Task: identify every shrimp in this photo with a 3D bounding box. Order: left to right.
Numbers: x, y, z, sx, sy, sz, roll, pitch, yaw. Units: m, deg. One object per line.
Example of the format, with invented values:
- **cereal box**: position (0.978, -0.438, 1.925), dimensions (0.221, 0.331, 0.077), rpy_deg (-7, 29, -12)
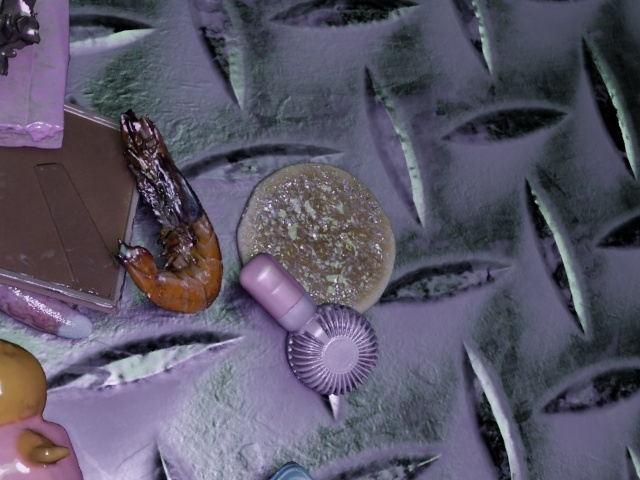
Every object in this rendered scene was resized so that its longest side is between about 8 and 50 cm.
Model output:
- **shrimp**: position (-0.221, -0.033, 1.113), dimensions (0.290, 0.054, 0.222), rpy_deg (68, 23, -7)

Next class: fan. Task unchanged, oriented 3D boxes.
- **fan**: position (-0.018, 0.115, 1.193), dimensions (0.130, 0.074, 0.244), rpy_deg (-43, 104, -7)

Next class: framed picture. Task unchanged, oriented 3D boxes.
- **framed picture**: position (-0.348, -0.066, 1.096), dimensions (0.232, 0.024, 0.315), rpy_deg (20, 47, -22)

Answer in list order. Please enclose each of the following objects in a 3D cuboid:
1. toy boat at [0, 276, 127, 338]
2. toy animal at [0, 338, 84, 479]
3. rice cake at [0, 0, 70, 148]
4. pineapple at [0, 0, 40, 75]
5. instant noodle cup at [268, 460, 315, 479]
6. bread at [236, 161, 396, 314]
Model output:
- **toy boat**: position (-0.367, 0.023, 1.090), dimensions (0.227, 0.085, 0.155), rpy_deg (37, 64, -8)
- **toy animal**: position (-0.377, 0.225, 0.982), dimensions (0.281, 0.195, 0.169), rpy_deg (65, 23, 2)
- **rice cake**: position (-0.397, -0.248, 1.146), dimensions (0.106, 0.050, 0.298), rpy_deg (5, 55, -22)
- **pineapple**: position (-0.463, -0.211, 1.023), dimensions (0.310, 0.170, 0.141), rpy_deg (-32, 116, 11)
- **instant noodle cup**: position (-0.038, 0.407, 1.115), dimensions (0.157, 0.070, 0.179), rpy_deg (-42, 93, -27)
- **bread**: position (0.000, 0.000, 1.280), dimensions (0.267, 0.040, 0.267), rpy_deg (7, 71, -21)
